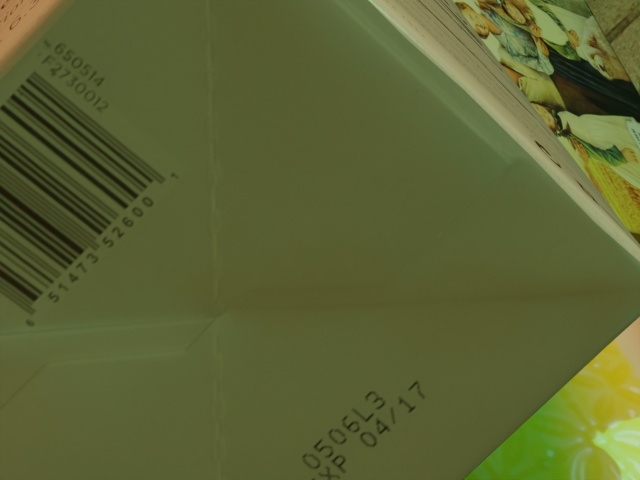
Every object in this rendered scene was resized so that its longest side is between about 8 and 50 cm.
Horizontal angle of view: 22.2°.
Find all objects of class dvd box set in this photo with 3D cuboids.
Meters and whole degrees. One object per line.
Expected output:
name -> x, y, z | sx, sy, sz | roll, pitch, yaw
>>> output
dvd box set -> 0.128, -0.122, 1.227 | 0.420, 0.062, 0.308 | 9, 51, -52

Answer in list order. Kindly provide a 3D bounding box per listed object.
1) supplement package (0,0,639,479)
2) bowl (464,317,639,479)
supplement package -> -0.047, -0.039, 0.541 | 0.175, 0.177, 0.293 | 40, 12, -23
bowl -> 0.121, 0.097, 0.611 | 0.289, 0.156, 0.289 | 35, 21, -16
